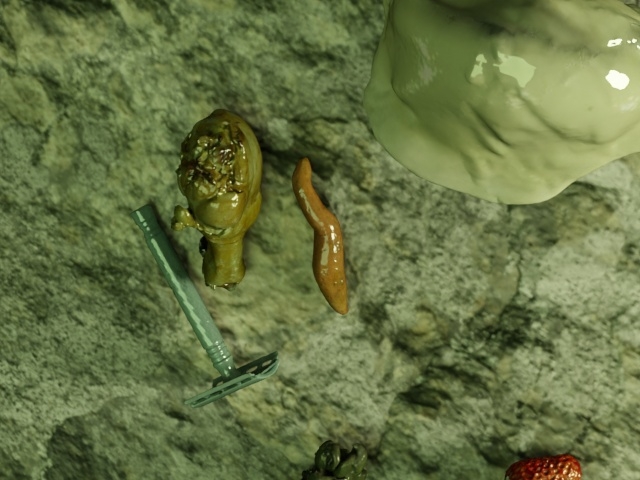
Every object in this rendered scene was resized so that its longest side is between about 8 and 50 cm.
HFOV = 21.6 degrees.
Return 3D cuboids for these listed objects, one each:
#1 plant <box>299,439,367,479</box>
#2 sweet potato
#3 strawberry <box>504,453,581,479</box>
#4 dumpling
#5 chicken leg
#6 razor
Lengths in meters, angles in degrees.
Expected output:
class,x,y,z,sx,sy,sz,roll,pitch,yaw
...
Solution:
class,x,y,z,sx,sy,sz,roll,pitch,yaw
plant,0.005,0.282,1.880,0.085,0.087,0.174,13,129,-13
sweet potato,0.004,0.000,1.766,0.044,0.044,0.179,-4,112,28
strawberry,0.236,0.257,1.755,0.083,0.073,0.073,-25,101,9
dumpling,0.178,-0.131,1.523,0.318,0.187,0.243,20,117,14
chicken leg,-0.109,-0.029,1.771,0.088,0.103,0.228,10,122,5
razor,-0.148,0.067,1.866,0.106,0.068,0.232,-27,94,33
